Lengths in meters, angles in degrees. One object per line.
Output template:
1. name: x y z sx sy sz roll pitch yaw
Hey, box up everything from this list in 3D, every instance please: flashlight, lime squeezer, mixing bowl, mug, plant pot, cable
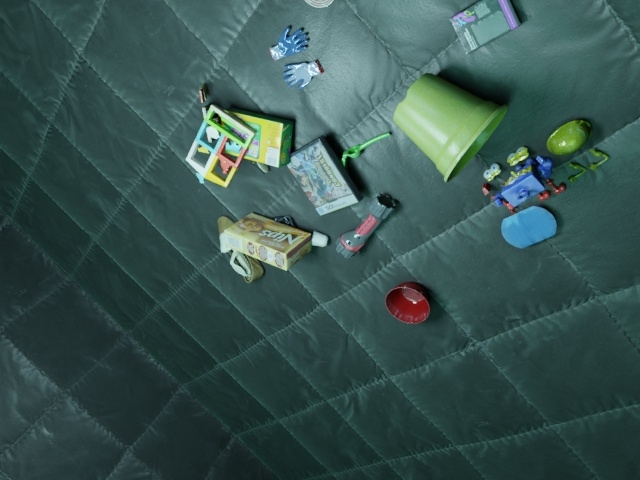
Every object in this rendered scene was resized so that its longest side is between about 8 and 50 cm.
1. flashlight: 0.167 -0.055 1.863 0.103 0.103 0.304 39 133 4
2. lime squeezer: 0.128 -0.289 1.752 0.110 0.059 0.310 36 131 3
3. mixing bowl: 0.363 0.235 1.957 0.181 0.098 0.181 15 127 20
4. mug: 0.000 -0.003 2.029 0.064 0.078 0.062 14 95 9
5. plant pot: 0.370 -0.360 1.459 0.254 0.276 0.276 42 133 13
6. cable: -0.152 -0.020 2.098 0.151 0.047 0.184 -14 115 35

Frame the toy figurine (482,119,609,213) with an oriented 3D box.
1. toy figurine: 0.649 -0.170 1.442 0.191 0.217 0.362 48 131 -9

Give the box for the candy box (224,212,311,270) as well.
1. candy box: -0.216 -0.002 1.999 0.316 0.183 0.087 21 128 26

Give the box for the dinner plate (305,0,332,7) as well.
1. dinner plate: -0.005 -0.798 1.498 0.141 0.017 0.141 14 126 20

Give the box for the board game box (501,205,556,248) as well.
1. board game box: 0.692 -0.052 1.618 0.169 0.033 0.133 -30 110 33

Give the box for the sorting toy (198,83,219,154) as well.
1. sorting toy: -0.416 -0.466 1.883 0.046 0.132 0.274 -8 110 -1

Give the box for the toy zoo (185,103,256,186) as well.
1. toy zoo: -0.387 -0.336 1.830 0.192 0.030 0.293 34 117 1

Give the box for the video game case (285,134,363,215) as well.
1. video game case: 0.002 -0.234 1.832 0.248 0.035 0.275 -16 113 52

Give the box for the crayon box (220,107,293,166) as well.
1. crayon box: -0.246 -0.392 1.836 0.278 0.081 0.165 18 116 22

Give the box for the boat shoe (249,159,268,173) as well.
1. boat shoe: -0.259 -0.322 1.946 0.042 0.049 0.133 -37 93 36

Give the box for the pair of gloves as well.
1. pair of gloves: -0.087 -0.623 1.661 0.159 0.023 0.198 -13 115 33

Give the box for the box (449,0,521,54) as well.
1. box: 0.461 -0.616 1.361 0.162 0.029 0.116 -21 109 36

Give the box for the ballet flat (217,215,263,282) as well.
1. ballet flat: -0.385 0.054 2.225 0.116 0.124 0.342 -14 113 35
